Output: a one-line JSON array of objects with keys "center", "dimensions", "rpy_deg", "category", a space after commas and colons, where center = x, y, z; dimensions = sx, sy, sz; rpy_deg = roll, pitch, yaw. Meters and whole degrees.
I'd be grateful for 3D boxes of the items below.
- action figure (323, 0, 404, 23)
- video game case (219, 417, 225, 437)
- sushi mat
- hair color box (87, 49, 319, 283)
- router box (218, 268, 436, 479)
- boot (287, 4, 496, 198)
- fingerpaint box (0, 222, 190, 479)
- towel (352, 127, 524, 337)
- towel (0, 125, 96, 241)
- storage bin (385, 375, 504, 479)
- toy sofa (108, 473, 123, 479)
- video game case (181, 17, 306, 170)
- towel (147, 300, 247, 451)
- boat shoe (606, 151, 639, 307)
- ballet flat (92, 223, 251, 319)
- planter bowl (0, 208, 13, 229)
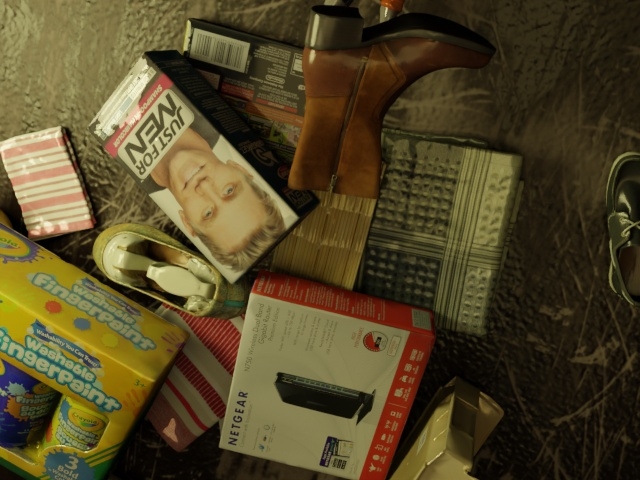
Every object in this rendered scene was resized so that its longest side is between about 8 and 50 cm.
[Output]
[{"center": [0.141, -0.417, 0.947], "dimensions": [0.341, 0.178, 0.330], "rpy_deg": [40, 121, 3], "category": "action figure"}, {"center": [-0.102, 0.301, 1.297], "dimensions": [0.201, 0.023, 0.183], "rpy_deg": [0, 106, 15], "category": "video game case"}, {"center": [0.000, 0.000, 1.144], "dimensions": [0.151, 0.019, 0.317], "rpy_deg": [18, 111, 11], "category": "sushi mat"}, {"center": [-0.187, -0.120, 1.103], "dimensions": [0.347, 0.105, 0.174], "rpy_deg": [46, 115, 0], "category": "hair color box"}, {"center": [0.004, 0.241, 1.169], "dimensions": [0.301, 0.082, 0.335], "rpy_deg": [13, 117, -1], "category": "router box"}, {"center": [0.094, -0.177, 0.986], "dimensions": [0.264, 0.096, 0.280], "rpy_deg": [2, 123, -8], "category": "boot"}, {"center": [-0.519, 0.221, 1.228], "dimensions": [0.444, 0.163, 0.371], "rpy_deg": [31, 117, -2], "category": "fingerpaint box"}, {"center": [0.155, -0.021, 1.131], "dimensions": [0.312, 0.056, 0.324], "rpy_deg": [12, 111, 13], "category": "towel"}, {"center": [-0.508, -0.104, 1.274], "dimensions": [0.144, 0.029, 0.197], "rpy_deg": [-11, 103, 16], "category": "towel"}, {"center": [0.192, 0.395, 1.125], "dimensions": [0.123, 0.262, 0.260], "rpy_deg": [30, 111, 6], "category": "storage bin"}, {"center": [-0.355, 0.615, 1.371], "dimensions": [0.362, 0.177, 0.150], "rpy_deg": [27, 111, 6], "category": "toy sofa"}, {"center": [-0.112, -0.211, 1.141], "dimensions": [0.274, 0.035, 0.248], "rpy_deg": [17, 109, 8], "category": "video game case"}, {"center": [-0.241, 0.228, 1.283], "dimensions": [0.329, 0.037, 0.237], "rpy_deg": [-42, 89, 24], "category": "towel"}, {"center": [0.477, -0.015, 1.031], "dimensions": [0.084, 0.079, 0.233], "rpy_deg": [-2, 104, 16], "category": "boat shoe"}, {"center": [-0.282, 0.047, 1.179], "dimensions": [0.348, 0.123, 0.123], "rpy_deg": [19, 110, 23], "category": "ballet flat"}, {"center": [-0.654, -0.010, 1.300], "dimensions": [0.217, 0.090, 0.217], "rpy_deg": [5, 114, 12], "category": "planter bowl"}]
